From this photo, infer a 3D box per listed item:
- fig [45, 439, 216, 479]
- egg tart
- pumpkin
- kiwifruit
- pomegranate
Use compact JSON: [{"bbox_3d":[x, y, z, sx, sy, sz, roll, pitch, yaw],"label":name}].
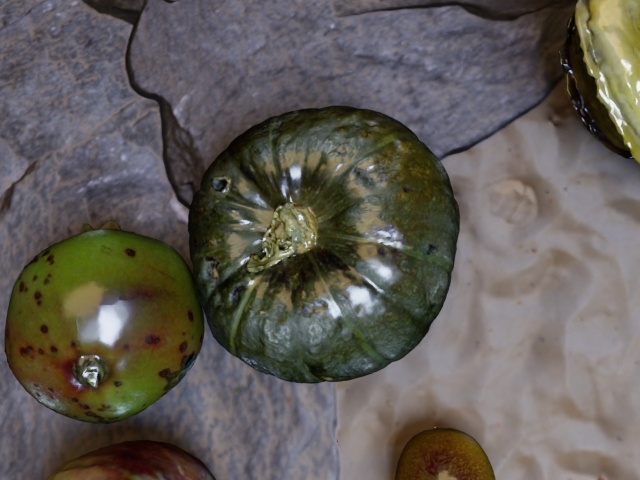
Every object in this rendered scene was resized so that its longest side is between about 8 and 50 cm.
[{"bbox_3d":[-0.176,0.237,0.541,0.230,0.160,0.143,-23,22,7],"label":"fig"},{"bbox_3d":[0.266,-0.138,0.573,0.106,0.241,0.241,-21,52,55],"label":"egg tart"},{"bbox_3d":[0.000,0.000,0.587,0.223,0.157,0.224,-4,77,17],"label":"pumpkin"},{"bbox_3d":[0.087,0.193,0.523,0.075,0.075,0.124,-7,68,13],"label":"kiwifruit"},{"bbox_3d":[-0.179,0.056,0.629,0.159,0.159,0.205,-26,36,4],"label":"pomegranate"}]
